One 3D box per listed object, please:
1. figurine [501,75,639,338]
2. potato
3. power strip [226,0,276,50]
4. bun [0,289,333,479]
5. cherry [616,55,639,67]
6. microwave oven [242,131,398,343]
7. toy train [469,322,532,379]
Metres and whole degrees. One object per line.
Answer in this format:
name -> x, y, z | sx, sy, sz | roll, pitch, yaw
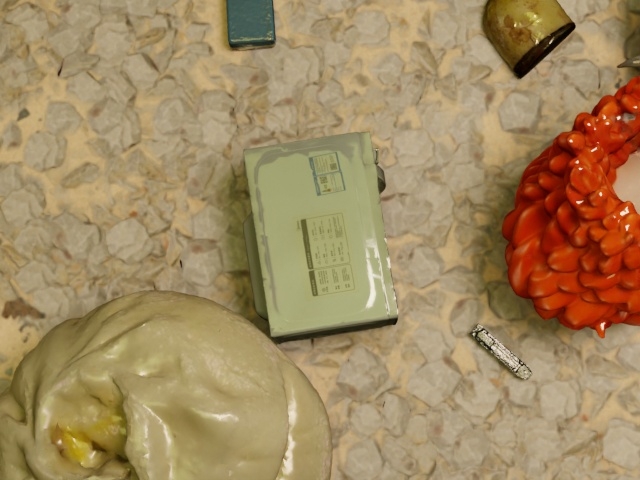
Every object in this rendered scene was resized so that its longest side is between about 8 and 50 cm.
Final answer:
figurine -> 0.379, -0.027, 1.036 | 0.412, 0.306, 0.241 | -3, 77, 24
potato -> 0.235, -0.260, 1.225 | 0.096, 0.066, 0.103 | -44, 80, -8
power strip -> -0.084, -0.290, 1.257 | 0.056, 0.032, 0.123 | -4, 81, 1
bun -> -0.171, 0.227, 1.073 | 0.365, 0.219, 0.365 | 0, 90, 11
cherry -> 0.468, -0.208, 1.133 | 0.296, 0.218, 0.255 | -9, 77, -12
microwave oven -> 0.000, 0.000, 1.166 | 0.162, 0.122, 0.208 | -9, 81, 1
toy train -> 0.205, 0.127, 1.191 | 0.083, 0.017, 0.017 | 41, 87, 8
